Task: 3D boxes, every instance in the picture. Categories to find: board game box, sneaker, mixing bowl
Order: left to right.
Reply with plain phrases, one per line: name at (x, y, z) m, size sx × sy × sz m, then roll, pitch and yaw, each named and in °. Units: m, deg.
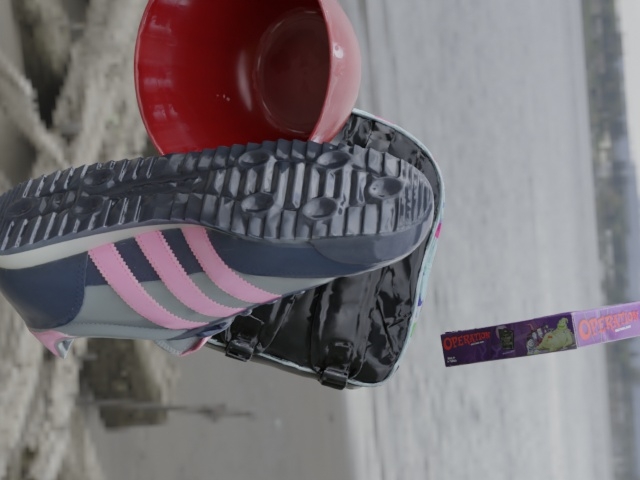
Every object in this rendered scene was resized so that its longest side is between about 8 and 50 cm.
sneaker at (-0.069, 0.014, 1.060) m, size 0.112 × 0.319 × 0.131 m, roll -68°, pitch 148°, yaw -48°
mixing bowl at (-0.037, -0.125, 1.149) m, size 0.098 × 0.181 × 0.181 m, roll -3°, pitch 89°, yaw -53°
board game box at (0.338, 0.104, 1.940) m, size 0.347 × 0.208 × 0.056 m, roll -6°, pitch 89°, yaw -44°

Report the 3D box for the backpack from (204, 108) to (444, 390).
backpack at (0.000, 0.000, 1.504) m, size 0.191 × 0.225 × 0.253 m, roll -173°, pitch -81°, yaw -87°
